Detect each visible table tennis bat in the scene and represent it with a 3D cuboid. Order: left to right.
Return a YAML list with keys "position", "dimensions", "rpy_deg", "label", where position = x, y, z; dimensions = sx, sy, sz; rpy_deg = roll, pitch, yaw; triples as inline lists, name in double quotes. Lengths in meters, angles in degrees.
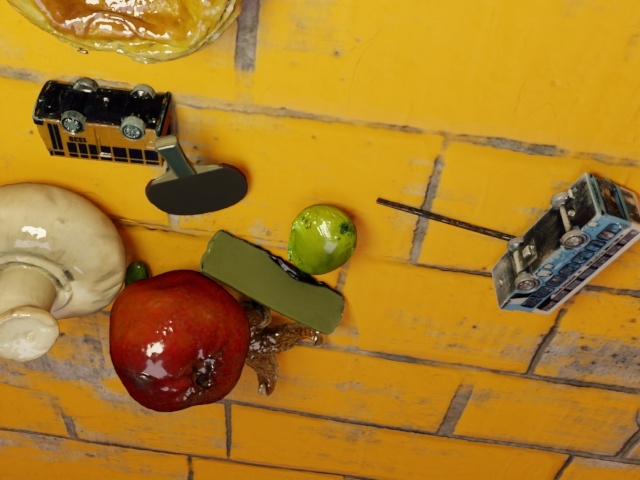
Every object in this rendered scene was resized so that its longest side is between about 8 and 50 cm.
- position: [-0.217, -0.100, 1.371]
  dimensions: [0.173, 0.022, 0.301]
  rpy_deg: [-13, 161, 3]
  label: "table tennis bat"

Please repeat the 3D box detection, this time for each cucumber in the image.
- position: [-0.384, 0.118, 1.724]
  dimensions: [0.056, 0.056, 0.250]
  rpy_deg: [10, 138, -3]
  label: "cucumber"

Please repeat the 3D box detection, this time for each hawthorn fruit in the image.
- position: [-0.281, 0.178, 1.562]
  dimensions: [0.307, 0.265, 0.265]
  rpy_deg: [29, 164, 49]
  label: "hawthorn fruit"

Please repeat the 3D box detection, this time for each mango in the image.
- position: [0.001, 0.000, 1.492]
  dimensions: [0.119, 0.100, 0.178]
  rpy_deg: [50, 144, 6]
  label: "mango"

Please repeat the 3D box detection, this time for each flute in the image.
- position: [0.227, -0.036, 1.475]
  dimensions: [0.270, 0.014, 0.014]
  rpy_deg: [16, 139, -9]
  label: "flute"

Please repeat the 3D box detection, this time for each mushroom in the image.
- position: [-0.503, 0.028, 1.494]
  dimensions: [0.315, 0.315, 0.356]
  rpy_deg: [29, 170, -23]
  label: "mushroom"

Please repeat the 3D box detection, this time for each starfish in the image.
- position: [-0.150, 0.204, 1.750]
  dimensions: [0.312, 0.113, 0.303]
  rpy_deg: [17, 139, -7]
  label: "starfish"

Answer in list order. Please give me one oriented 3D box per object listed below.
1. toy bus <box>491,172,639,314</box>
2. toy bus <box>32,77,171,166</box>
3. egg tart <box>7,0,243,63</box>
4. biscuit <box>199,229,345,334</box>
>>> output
- position: [0.421, 0.017, 1.434]
  dimensions: [0.131, 0.106, 0.297]
  rpy_deg: [12, 141, -20]
  label: "toy bus"
- position: [-0.345, -0.187, 1.324]
  dimensions: [0.201, 0.098, 0.114]
  rpy_deg: [6, 142, -1]
  label: "toy bus"
- position: [-0.250, -0.385, 1.027]
  dimensions: [0.352, 0.150, 0.352]
  rpy_deg: [1, 137, 1]
  label: "egg tart"
- position: [-0.088, 0.085, 1.617]
  dimensions: [0.322, 0.099, 0.038]
  rpy_deg: [29, 169, -26]
  label: "biscuit"
